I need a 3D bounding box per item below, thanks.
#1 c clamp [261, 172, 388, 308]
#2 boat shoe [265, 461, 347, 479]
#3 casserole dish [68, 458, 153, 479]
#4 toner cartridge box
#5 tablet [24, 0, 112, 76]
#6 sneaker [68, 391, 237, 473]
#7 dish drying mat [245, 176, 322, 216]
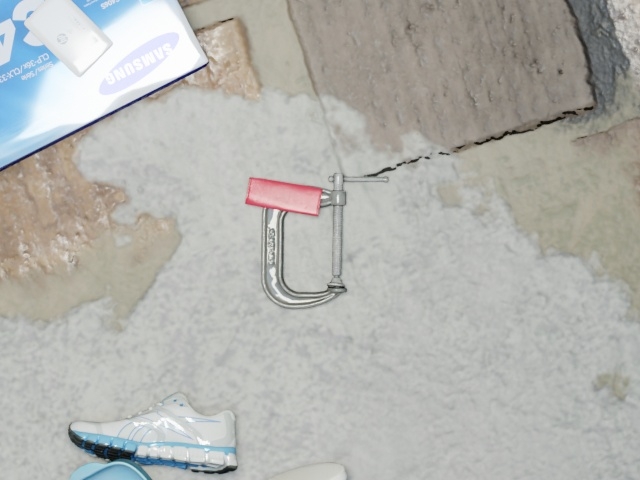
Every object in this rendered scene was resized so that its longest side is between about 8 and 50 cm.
[{"bbox_3d":[0.000,0.000,1.917,0.137,0.022,0.160,7,92,-4],"label":"c clamp"},{"bbox_3d":[-0.050,0.308,1.909,0.184,0.066,0.063,-26,108,-5],"label":"boat shoe"},{"bbox_3d":[-0.207,0.319,1.892,0.114,0.037,0.188,-30,101,17],"label":"casserole dish"},{"bbox_3d":[-0.312,-0.187,1.862,0.348,0.075,0.165,-28,95,-2],"label":"toner cartridge box"},{"bbox_3d":[-0.269,-0.221,1.822,0.083,0.006,0.054,45,89,-3],"label":"tablet"},{"bbox_3d":[-0.183,0.208,1.901,0.191,0.071,0.082,7,70,-3],"label":"sneaker"},{"bbox_3d":[-0.041,-0.049,1.906,0.083,0.008,0.032,10,84,3],"label":"dish drying mat"}]
